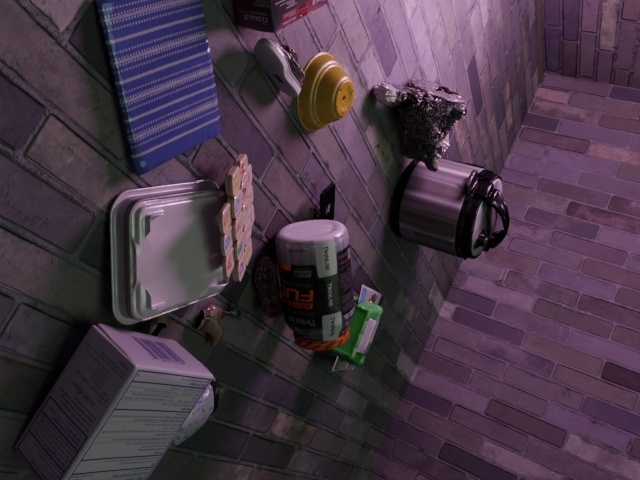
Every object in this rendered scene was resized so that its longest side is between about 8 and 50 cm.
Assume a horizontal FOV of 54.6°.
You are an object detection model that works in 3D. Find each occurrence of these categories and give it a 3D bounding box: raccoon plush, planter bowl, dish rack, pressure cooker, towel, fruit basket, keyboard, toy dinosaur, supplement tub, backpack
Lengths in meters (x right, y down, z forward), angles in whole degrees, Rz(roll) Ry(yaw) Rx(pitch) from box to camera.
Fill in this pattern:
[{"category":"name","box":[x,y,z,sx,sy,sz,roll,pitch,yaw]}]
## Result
[{"category":"raccoon plush","box":[0.302,-0.403,2.183,0.446,0.216,0.299,1,124,-32]},{"category":"planter bowl","box":[0.031,-0.398,1.702,0.217,0.090,0.217,-40,140,-44]},{"category":"dish rack","box":[-0.302,0.023,1.344,0.332,0.072,0.286,-17,114,-57]},{"category":"pressure cooker","box":[0.537,-0.119,2.450,0.369,0.420,0.376,-10,115,-59]},{"category":"towel","box":[-0.304,-0.318,1.210,0.243,0.040,0.336,-40,138,-42]},{"category":"fruit basket","box":[0.151,0.340,2.324,0.327,0.165,0.353,-68,156,-5]},{"category":"keyboard","box":[0.005,-0.099,1.905,0.100,0.038,0.192,-49,157,-28]},{"category":"toy dinosaur","box":[-0.236,0.194,1.676,0.090,0.047,0.082,-20,142,-16]},{"category":"supplement tub","box":[-0.011,0.126,1.761,0.207,0.207,0.338,-30,119,-52]},{"category":"backpack","box":[-0.336,0.413,1.530,0.182,0.115,0.152,-28,134,-49]}]

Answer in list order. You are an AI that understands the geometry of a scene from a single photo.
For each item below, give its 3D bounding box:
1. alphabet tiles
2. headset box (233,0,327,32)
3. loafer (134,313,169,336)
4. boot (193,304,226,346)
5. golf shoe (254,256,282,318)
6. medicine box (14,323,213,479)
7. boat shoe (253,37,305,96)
[{"category":"alphabet tiles","box":[-0.190,-0.052,1.469,0.278,0.021,0.284,-74,167,-59]},{"category":"headset box","box":[-0.089,-0.598,1.327,0.218,0.110,0.293,-45,143,-39]},{"category":"loafer","box":[-0.362,0.172,1.393,0.148,0.050,0.056,-64,152,-13]},{"category":"boot","box":[-0.287,0.219,1.581,0.087,0.042,0.119,3,103,-55]},{"category":"golf shoe","box":[-0.149,0.124,1.756,0.086,0.067,0.186,-100,-176,-65]},{"category":"medicine box","box":[-0.409,0.344,1.263,0.289,0.149,0.263,-57,152,-1]},{"category":"boat shoe","box":[-0.093,-0.426,1.478,0.070,0.077,0.219,-65,160,-8]}]
